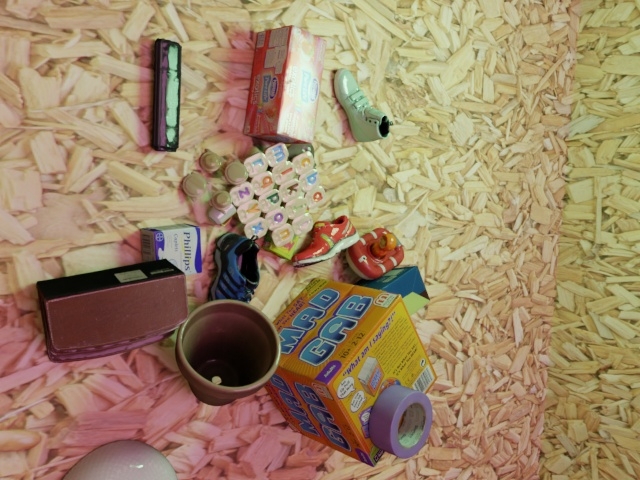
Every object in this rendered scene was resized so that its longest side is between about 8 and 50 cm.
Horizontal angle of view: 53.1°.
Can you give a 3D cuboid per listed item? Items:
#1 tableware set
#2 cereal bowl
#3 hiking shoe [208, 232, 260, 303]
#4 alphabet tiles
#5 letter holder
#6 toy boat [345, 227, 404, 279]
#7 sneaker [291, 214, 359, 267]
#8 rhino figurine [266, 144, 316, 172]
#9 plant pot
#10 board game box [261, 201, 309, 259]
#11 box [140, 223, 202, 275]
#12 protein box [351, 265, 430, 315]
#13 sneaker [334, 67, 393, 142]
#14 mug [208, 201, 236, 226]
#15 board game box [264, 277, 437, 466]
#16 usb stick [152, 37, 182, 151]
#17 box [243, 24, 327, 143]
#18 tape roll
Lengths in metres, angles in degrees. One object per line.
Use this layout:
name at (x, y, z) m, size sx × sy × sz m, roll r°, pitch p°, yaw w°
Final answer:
tableware set at (-0.280, -0.161, 1.712) m, size 0.141 × 0.020 × 0.168 m, roll 32°, pitch 73°, yaw -11°
cereal bowl at (-0.486, 0.678, 1.580) m, size 0.339 × 0.141 × 0.338 m, roll -6°, pitch 99°, yaw -44°
hiking shoe at (-0.231, 0.132, 1.759) m, size 0.113 × 0.132 × 0.303 m, roll -7°, pitch 101°, yaw -44°
alphabet tiles at (-0.119, -0.129, 1.832) m, size 0.278 × 0.021 × 0.284 m, roll -30°, pitch 117°, yaw -22°
letter holder at (-0.468, 0.184, 1.474) m, size 0.302 × 0.152 × 0.214 m, roll -10°, pitch 106°, yaw -28°
toy boat at (0.197, 0.029, 2.128) m, size 0.231 × 0.151 × 0.151 m, roll -29°, pitch 77°, yaw -40°
sneaker at (0.000, 0.000, 2.014) m, size 0.279 × 0.107 × 0.118 m, roll -30°, pitch 97°, yaw -41°
rhino figurine at (-0.108, -0.217, 1.876) m, size 0.243 × 0.073 × 0.106 m, roll -32°, pitch 122°, yaw -29°
plant pot at (-0.252, 0.320, 1.676) m, size 0.263 × 0.263 × 0.229 m, roll -35°, pitch 160°, yaw -36°
board game box at (-0.102, -0.042, 1.925) m, size 0.092 × 0.043 × 0.181 m, roll 31°, pitch 74°, yaw -43°
box at (-0.380, 0.027, 1.642) m, size 0.137 × 0.072 × 0.126 m, roll -10°, pitch 103°, yaw -44°
protein box at (0.213, 0.189, 2.139) m, size 0.200 × 0.201 × 0.135 m, roll -29°, pitch 101°, yaw -39°
sneaker at (0.145, -0.434, 2.039) m, size 0.094 × 0.151 × 0.255 m, roll -41°, pitch 121°, yaw -31°
mug at (-0.268, -0.071, 1.749) m, size 0.064 × 0.062 × 0.078 m, roll -50°, pitch 119°, yaw -18°
board game box at (0.067, 0.378, 1.928) m, size 0.356 × 0.357 × 0.356 m, roll -45°, pitch 125°, yaw -30°
usb stick at (-0.384, -0.362, 1.605) m, size 0.077 × 0.045 × 0.277 m, roll -4°, pitch 98°, yaw -51°
box at (-0.098, -0.429, 1.800) m, size 0.142 × 0.154 × 0.299 m, roll 8°, pitch 89°, yaw -45°
tape roll at (0.227, 0.506, 1.796) m, size 0.189 × 0.080 × 0.188 m, roll -8°, pitch 101°, yaw -43°
